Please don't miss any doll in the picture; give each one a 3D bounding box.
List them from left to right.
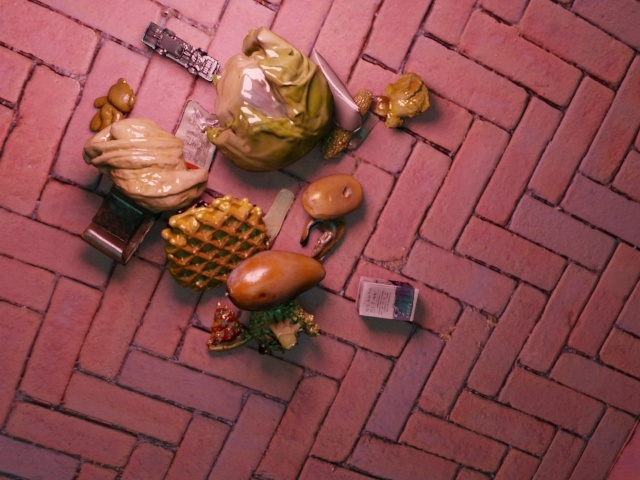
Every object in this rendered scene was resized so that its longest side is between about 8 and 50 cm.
[{"bbox_3d":[-0.702,-0.443,1.637,0.209,0.097,0.137,-44,71,17],"label":"doll"}]

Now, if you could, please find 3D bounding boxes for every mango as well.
[{"bbox_3d":[-0.157,0.134,1.694,0.383,0.221,0.199,-12,70,-28],"label":"mango"}]

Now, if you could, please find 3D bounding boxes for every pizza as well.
[{"bbox_3d":[-0.360,0.325,1.821,0.188,0.062,0.199,-20,101,-6],"label":"pizza"}]

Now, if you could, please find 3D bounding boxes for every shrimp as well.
[{"bbox_3d":[-0.011,-0.013,1.812,0.145,0.059,0.254,43,92,-10],"label":"shrimp"}]

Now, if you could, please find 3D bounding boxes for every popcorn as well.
[{"bbox_3d":[0.292,-0.510,1.725,0.195,0.173,0.169,-24,64,22],"label":"popcorn"}]

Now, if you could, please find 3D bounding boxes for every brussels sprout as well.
[{"bbox_3d":[-0.149,-0.430,1.574,0.360,0.343,0.425,13,131,-39],"label":"brussels sprout"}]

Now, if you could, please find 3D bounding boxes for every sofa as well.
[{"bbox_3d":[-0.674,-0.066,1.630,0.200,0.182,0.258,36,104,-12],"label":"sofa"}]

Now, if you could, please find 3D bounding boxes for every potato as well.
[{"bbox_3d":[0.044,-0.162,1.753,0.233,0.146,0.150,-17,121,-20],"label":"potato"}]

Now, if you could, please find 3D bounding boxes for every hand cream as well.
[{"bbox_3d":[0.151,-0.404,1.783,0.057,0.037,0.165,37,86,-12],"label":"hand cream"}]

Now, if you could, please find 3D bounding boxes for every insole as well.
[{"bbox_3d":[-0.176,-0.080,1.800,0.081,0.011,0.248,28,95,-11],"label":"insole"}]

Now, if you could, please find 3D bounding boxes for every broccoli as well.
[{"bbox_3d":[-0.136,0.336,1.760,0.262,0.243,0.247,30,92,-16],"label":"broccoli"}]

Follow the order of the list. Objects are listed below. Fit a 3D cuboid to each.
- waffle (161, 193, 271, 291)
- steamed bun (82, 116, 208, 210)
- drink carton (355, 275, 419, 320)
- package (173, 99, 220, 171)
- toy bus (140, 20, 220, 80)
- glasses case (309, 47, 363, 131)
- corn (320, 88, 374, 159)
[{"bbox_3d":[-0.353,0.020,1.675,0.379,0.095,0.382,-20,135,-17],"label":"waffle"},{"bbox_3d":[-0.550,-0.256,1.555,0.372,0.325,0.230,33,100,-10],"label":"steamed bun"},{"bbox_3d":[0.255,0.227,1.869,0.222,0.102,0.134,8,101,-9],"label":"drink carton"},{"bbox_3d":[-0.436,-0.365,1.704,0.166,0.040,0.232,23,104,-8],"label":"package"},{"bbox_3d":[-0.464,-0.631,1.614,0.261,0.109,0.091,30,96,-10],"label":"toy bus"},{"bbox_3d":[0.034,-0.514,1.651,0.083,0.128,0.308,-34,82,-9],"label":"glasses case"},{"bbox_3d":[0.096,-0.418,1.743,0.086,0.086,0.288,34,92,-12],"label":"corn"}]
